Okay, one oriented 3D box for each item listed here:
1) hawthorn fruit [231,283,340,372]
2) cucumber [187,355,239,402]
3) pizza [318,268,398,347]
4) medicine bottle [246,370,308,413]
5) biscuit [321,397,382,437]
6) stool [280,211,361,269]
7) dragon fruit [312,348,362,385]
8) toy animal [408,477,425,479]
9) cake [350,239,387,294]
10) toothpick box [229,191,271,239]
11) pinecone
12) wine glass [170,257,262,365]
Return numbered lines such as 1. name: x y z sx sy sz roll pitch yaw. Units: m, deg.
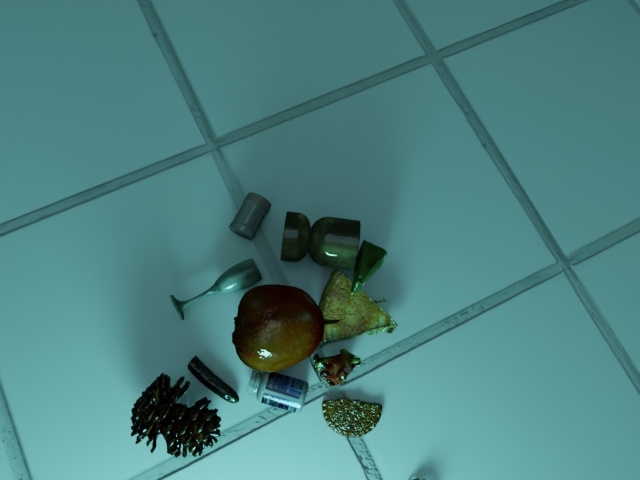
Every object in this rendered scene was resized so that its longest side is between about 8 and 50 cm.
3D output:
1. hawthorn fruit: -0.112 0.281 1.751 0.369 0.285 0.284 -6 73 -18
2. cucumber: -0.358 0.473 1.783 0.215 0.052 0.058 39 39 6
3. pizza: 0.127 0.273 1.871 0.288 0.075 0.279 21 77 1
4. medicine bottle: -0.142 0.494 1.761 0.192 0.107 0.106 16 73 1
5. biscuit: 0.105 0.596 1.791 0.206 0.025 0.125 4 73 -3
6. stool: 0.000 0.000 1.886 0.264 0.179 0.179 7 73 -2
7. dragon fruit: 0.049 0.427 1.783 0.175 0.138 0.142 16 95 13
8. toy animal: 0.321 0.818 1.725 0.081 0.060 0.083 -11 76 18
9. cake: 0.138 0.093 1.853 0.099 0.100 0.235 32 36 13
10. toothpick box: -0.255 -0.088 1.935 0.098 0.098 0.148 26 73 4
11. pinecone: -0.441 0.554 1.666 0.292 0.246 0.246 31 72 -15
12. wine glass: -0.323 0.240 1.866 0.310 0.096 0.264 -26 100 -12
